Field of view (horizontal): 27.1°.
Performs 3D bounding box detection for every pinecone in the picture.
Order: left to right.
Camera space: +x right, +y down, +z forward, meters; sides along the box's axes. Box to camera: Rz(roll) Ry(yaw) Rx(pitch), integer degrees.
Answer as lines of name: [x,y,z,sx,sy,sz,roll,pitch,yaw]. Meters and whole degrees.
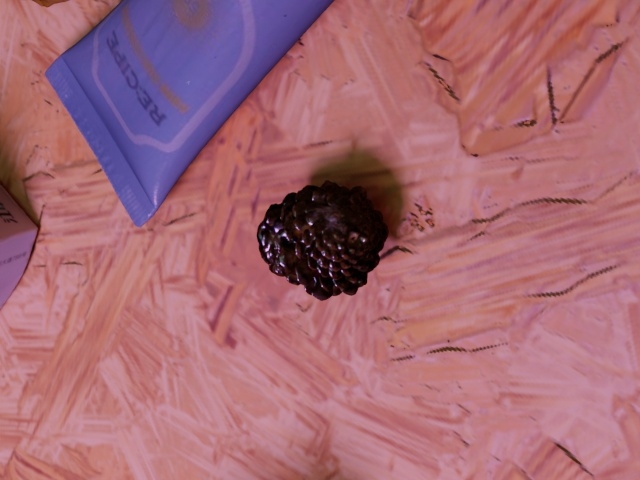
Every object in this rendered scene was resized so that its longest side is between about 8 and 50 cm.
pinecone: [0.000,0.000,0.849,0.083,0.077,0.077,-4,103,62]

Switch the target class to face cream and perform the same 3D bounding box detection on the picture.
face cream: [-0.054,-0.152,0.834,0.385,0.086,0.135,-38,81,42]

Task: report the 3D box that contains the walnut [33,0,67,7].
walnut: [-0.218,-0.260,0.911,0.167,0.087,0.211,12,112,28]

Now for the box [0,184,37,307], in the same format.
box: [-0.399,-0.049,1.054,0.333,0.173,0.145,48,127,14]
